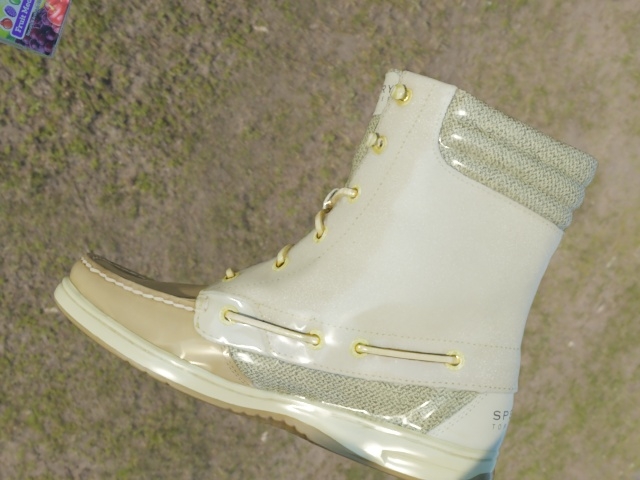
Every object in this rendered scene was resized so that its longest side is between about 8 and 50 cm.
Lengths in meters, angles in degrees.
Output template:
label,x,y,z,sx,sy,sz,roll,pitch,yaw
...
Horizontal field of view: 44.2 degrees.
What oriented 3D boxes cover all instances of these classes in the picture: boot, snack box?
label,x,y,z,sx,sy,sz,roll,pitch,yaw
boot,0.000,0.000,0.357,0.077,0.213,0.165,14,95,-81
snack box,-0.182,-0.129,0.406,0.100,0.141,0.037,18,95,-22
